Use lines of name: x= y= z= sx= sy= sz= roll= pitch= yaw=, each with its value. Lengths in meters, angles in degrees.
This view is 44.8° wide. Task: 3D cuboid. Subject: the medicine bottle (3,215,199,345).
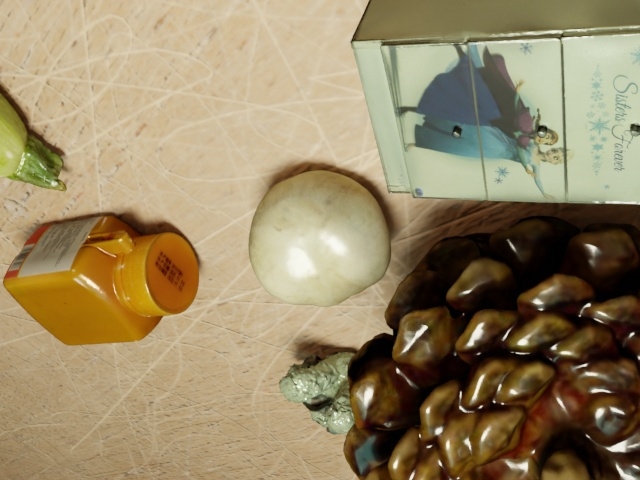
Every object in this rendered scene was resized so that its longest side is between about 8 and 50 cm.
medicine bottle: x=-0.272 y=0.052 z=0.995 sx=0.222 sy=0.112 sz=0.149 roll=-7 pitch=134 yaw=30

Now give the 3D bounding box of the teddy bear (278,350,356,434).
teddy bear: x=0.021 y=0.203 z=1.073 sx=0.133 sy=0.111 sz=0.213 roll=35 pitch=169 yaw=14

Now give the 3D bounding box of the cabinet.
cabinet: x=0.148 y=-0.126 z=0.571 sx=0.206 sy=0.150 sz=0.145 roll=3 pitch=139 yaw=22

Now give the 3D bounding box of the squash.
squash: x=-0.402 y=-0.131 z=0.827 sx=0.137 sy=0.137 sz=0.287 roll=-7 pitch=137 yaw=30

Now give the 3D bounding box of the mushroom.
mushroom: x=0.000 y=0.000 z=0.820 sx=0.154 sy=0.122 sz=0.154 roll=2 pitch=101 yaw=13

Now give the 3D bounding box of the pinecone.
pinecone: x=0.218 y=0.170 z=0.747 sx=0.397 sy=0.398 sz=0.398 roll=12 pitch=141 yaw=10
